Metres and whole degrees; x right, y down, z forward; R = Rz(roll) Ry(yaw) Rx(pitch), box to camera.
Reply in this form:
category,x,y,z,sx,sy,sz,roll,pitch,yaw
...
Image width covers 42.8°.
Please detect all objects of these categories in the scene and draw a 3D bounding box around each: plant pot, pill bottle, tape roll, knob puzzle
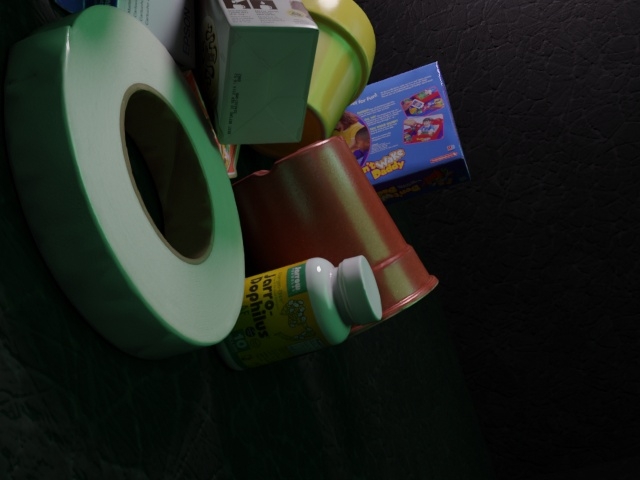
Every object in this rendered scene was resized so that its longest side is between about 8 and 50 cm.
category,x,y,z,sx,sy,sz,roll,pitch,yaw
plant pot,0.000,0.000,1.236,0.265,0.272,0.272,65,14,-3
pill bottle,-0.031,0.090,1.064,0.117,0.208,0.118,-17,90,-76
plant pot,-0.044,-0.281,1.429,0.254,0.254,0.239,59,34,-45
tape roll,-0.195,-0.064,0.900,0.392,0.072,0.392,-16,90,-76
knob puzzle,-0.163,-0.177,1.241,0.213,0.030,0.213,-16,90,-76

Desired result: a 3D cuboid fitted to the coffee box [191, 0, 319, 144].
category,x,y,z,sx,sy,sz,roll,pitch,yaw
coffee box,-0.108,-0.283,1.118,0.297,0.118,0.168,-114,-152,-45

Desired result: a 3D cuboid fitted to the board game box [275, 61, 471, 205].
category,x,y,z,sx,sy,sz,roll,pitch,yaw
board game box,0.087,-0.176,1.552,0.078,0.347,0.233,53,25,-56

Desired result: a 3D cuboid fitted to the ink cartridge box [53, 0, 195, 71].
category,x,y,z,sx,sy,sz,roll,pitch,yaw
ink cartridge box,-0.232,-0.348,1.003,0.224,0.045,0.223,20,64,-62
